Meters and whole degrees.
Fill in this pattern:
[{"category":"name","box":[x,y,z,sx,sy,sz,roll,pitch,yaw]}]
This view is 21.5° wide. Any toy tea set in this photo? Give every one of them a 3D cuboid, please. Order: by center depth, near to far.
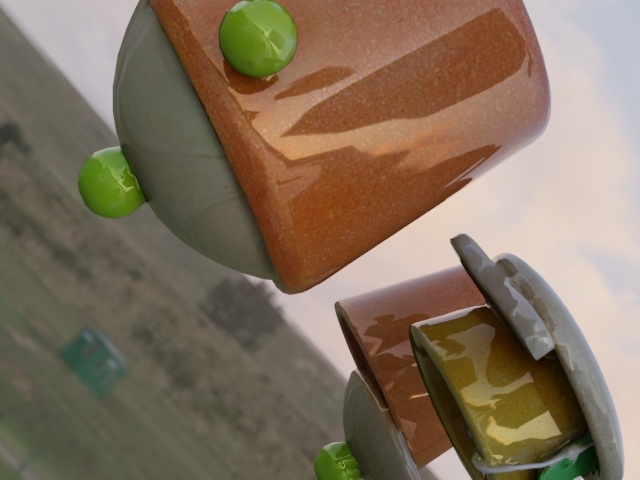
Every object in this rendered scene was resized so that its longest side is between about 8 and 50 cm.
[{"category":"toy tea set","box":[0.000,0.000,0.556,0.200,0.124,0.336,-121,-172,-49]}]
